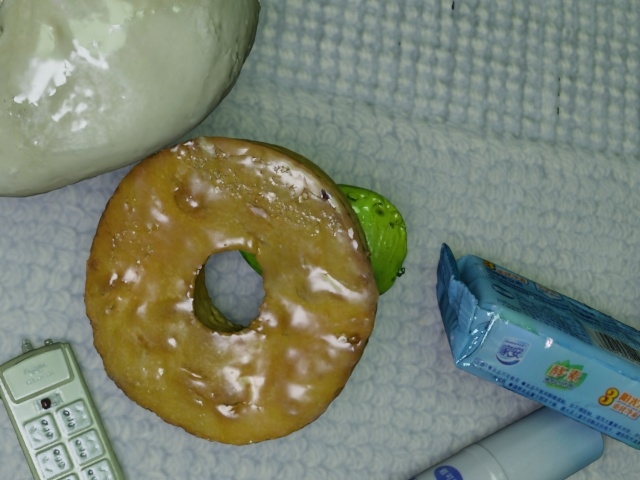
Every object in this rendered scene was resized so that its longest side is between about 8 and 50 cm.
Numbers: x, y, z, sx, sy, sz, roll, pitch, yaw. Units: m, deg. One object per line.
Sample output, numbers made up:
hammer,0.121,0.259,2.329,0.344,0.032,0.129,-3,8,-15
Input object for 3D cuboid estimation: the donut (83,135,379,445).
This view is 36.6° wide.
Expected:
donut,-0.072,0.037,0.878,0.278,0.108,0.277,4,104,15

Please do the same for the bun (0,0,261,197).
bun,-0.219,-0.205,0.832,0.326,0.234,0.362,20,61,27

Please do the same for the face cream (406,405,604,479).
face cream,0.167,0.242,0.974,0.250,0.077,0.077,-23,85,-22

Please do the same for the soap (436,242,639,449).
soap,0.246,0.112,0.989,0.293,0.156,0.077,24,110,-9

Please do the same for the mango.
mango,0.000,0.000,0.969,0.178,0.100,0.119,11,85,-7

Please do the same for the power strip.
power strip,-0.244,0.169,0.896,0.076,0.028,0.169,-23,85,-19
